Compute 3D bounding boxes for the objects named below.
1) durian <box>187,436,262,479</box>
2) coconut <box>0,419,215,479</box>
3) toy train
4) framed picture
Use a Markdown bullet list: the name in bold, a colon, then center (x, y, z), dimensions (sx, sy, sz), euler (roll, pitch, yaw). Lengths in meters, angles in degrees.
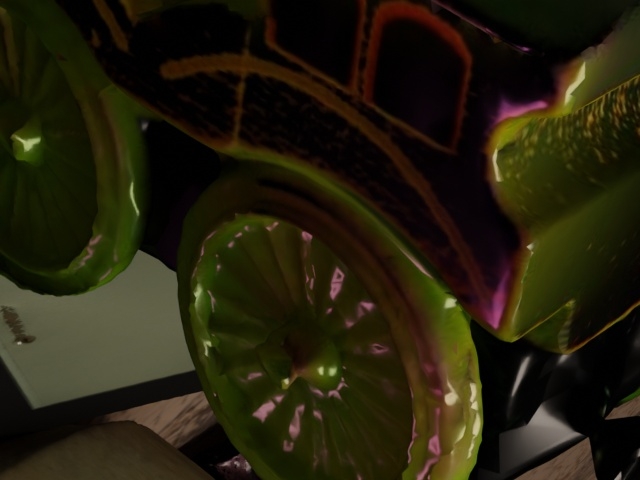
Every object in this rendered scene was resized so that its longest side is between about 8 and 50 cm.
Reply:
- **durian**: center (0.000, 0.151, 1.169), dimensions (0.187, 0.119, 0.108), euler (-34, 154, -31)
- **coconut**: center (-0.096, 0.198, 0.918), dimensions (0.202, 0.222, 0.202), euler (-39, 155, -22)
- **toy train**: center (-0.034, -0.058, 0.444), dimensions (0.100, 0.296, 0.160), euler (-29, 140, -40)
- **framed picture**: center (0.000, 0.000, 0.775), dimensions (0.347, 0.016, 0.265), euler (-14, 157, -1)
